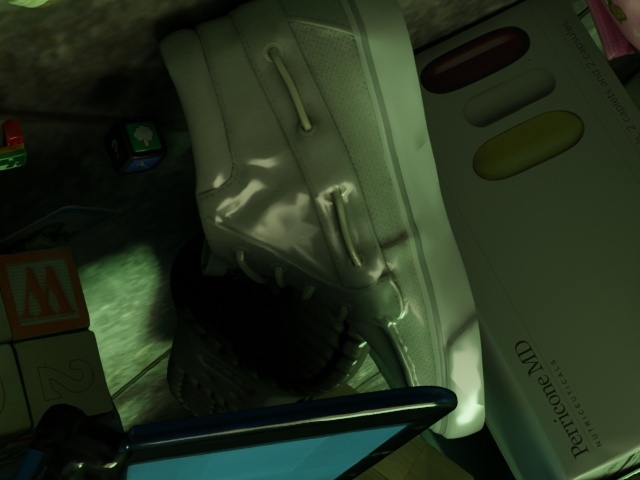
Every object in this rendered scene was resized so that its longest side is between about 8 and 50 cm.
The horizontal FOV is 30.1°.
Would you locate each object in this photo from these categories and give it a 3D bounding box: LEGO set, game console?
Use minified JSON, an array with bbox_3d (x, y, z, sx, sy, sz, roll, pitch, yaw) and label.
[{"bbox_3d":[-0.198,-0.013,0.569,0.244,0.060,0.182,-25,168,24],"label":"LEGO set"},{"bbox_3d":[-0.078,0.185,0.618,0.293,0.173,0.250,115,-3,-69],"label":"game console"}]

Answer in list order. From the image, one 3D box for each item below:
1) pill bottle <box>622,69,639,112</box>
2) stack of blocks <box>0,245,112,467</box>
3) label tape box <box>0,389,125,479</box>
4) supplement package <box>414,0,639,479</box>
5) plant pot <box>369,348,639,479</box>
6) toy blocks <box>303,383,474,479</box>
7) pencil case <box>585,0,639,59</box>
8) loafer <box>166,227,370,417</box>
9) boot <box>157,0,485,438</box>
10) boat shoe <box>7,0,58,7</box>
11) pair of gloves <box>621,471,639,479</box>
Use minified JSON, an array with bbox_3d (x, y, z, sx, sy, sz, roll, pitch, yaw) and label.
[{"bbox_3d":[0.357,-0.005,0.953,0.176,0.176,0.318,-33,135,19],"label":"pill bottle"},{"bbox_3d":[-0.273,0.086,0.562,0.297,0.087,0.171,-8,166,-38],"label":"stack of blocks"},{"bbox_3d":[-0.298,0.202,0.815,0.347,0.115,0.249,-22,151,-14],"label":"label tape box"},{"bbox_3d":[0.142,0.018,0.750,0.145,0.262,0.204,-27,161,-4],"label":"supplement package"},{"bbox_3d":[0.218,0.094,1.128,0.247,0.247,0.252,-33,175,17],"label":"plant pot"},{"bbox_3d":[0.044,0.280,1.041,0.191,0.261,0.381,-52,178,-35],"label":"toy blocks"},{"bbox_3d":[0.296,-0.203,0.536,0.386,0.160,0.167,-31,142,10],"label":"pencil case"},{"bbox_3d":[-0.026,0.035,0.834,0.130,0.133,0.366,-53,180,-27],"label":"loafer"},{"bbox_3d":[0.000,0.000,0.605,0.123,0.258,0.095,-18,-160,-6],"label":"boot"},{"bbox_3d":[-0.088,-0.143,0.324,0.072,0.068,0.190,-3,143,-27],"label":"boat shoe"},{"bbox_3d":[0.222,0.133,0.684,0.240,0.042,0.204,-36,159,19],"label":"pair of gloves"}]
